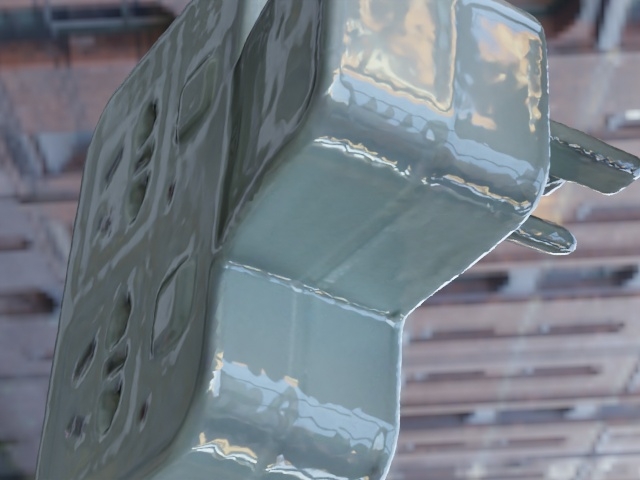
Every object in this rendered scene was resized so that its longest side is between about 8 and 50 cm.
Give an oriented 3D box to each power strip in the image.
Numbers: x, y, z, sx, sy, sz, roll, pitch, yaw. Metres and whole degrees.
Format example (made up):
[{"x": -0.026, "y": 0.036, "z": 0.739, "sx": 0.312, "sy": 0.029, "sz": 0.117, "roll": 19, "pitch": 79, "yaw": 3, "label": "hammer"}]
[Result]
[{"x": 0.000, "y": 0.000, "z": 0.738, "sx": 0.261, "sy": 0.141, "sz": 0.229, "roll": -41, "pitch": -142, "yaw": 49, "label": "power strip"}]
